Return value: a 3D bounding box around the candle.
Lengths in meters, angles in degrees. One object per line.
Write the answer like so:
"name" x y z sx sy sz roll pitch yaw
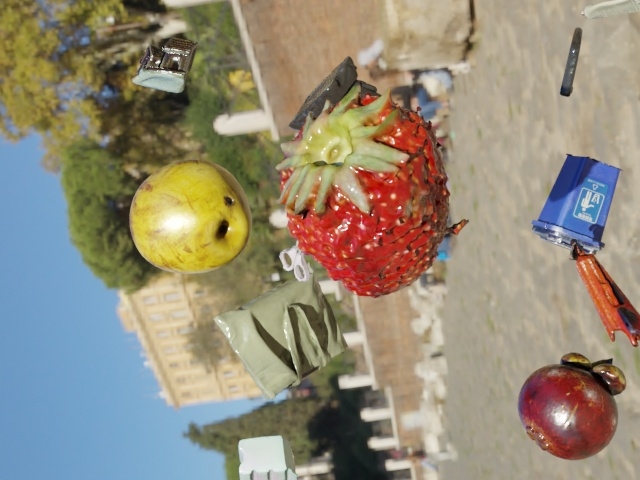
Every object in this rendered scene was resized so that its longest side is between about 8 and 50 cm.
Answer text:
"candle" 0.636 0.110 2.102 0.059 0.084 0.302 63 -175 -56

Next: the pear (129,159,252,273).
"pear" -0.293 -0.052 2.145 0.281 0.280 0.281 -8 -90 -87

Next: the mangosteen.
"mangosteen" 0.553 0.344 2.023 0.215 0.257 0.215 45 167 13

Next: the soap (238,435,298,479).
"soap" -0.126 0.553 2.309 0.230 0.145 0.091 96 171 -63

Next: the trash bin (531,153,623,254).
"trash bin" 0.656 -0.094 2.404 0.184 0.162 0.235 -145 73 -77

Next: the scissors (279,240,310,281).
"scissors" -0.050 0.015 2.199 0.100 0.015 0.189 40 139 26

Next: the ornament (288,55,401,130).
"ornament" 0.087 -0.215 1.873 0.260 0.106 0.251 42 156 -10

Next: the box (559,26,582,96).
"box" 0.556 -0.395 2.069 0.126 0.027 0.125 -63 -19 -51

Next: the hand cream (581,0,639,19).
"hand cream" 0.752 -0.600 2.427 0.057 0.165 0.037 44 -119 -36

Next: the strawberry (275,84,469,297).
"strawberry" 0.100 -0.064 1.479 0.343 0.292 0.292 36 -143 -43

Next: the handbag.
"handbag" -0.084 0.229 2.330 0.109 0.316 0.253 -19 98 51

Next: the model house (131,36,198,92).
"model house" -0.393 -0.464 2.404 0.106 0.165 0.152 82 -158 -65
